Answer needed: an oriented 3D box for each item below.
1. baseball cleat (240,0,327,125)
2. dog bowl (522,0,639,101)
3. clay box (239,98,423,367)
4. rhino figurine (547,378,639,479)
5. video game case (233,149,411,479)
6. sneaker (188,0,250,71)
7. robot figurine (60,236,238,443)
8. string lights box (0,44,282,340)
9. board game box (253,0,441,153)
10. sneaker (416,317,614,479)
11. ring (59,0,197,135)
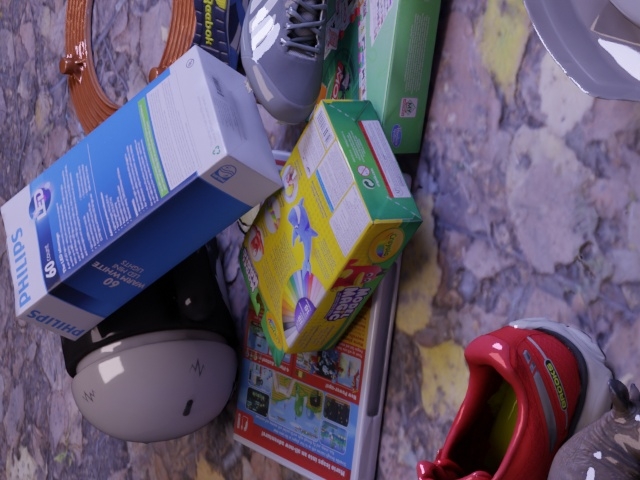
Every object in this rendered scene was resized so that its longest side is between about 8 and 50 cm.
[{"bbox_3d":[-0.020,-0.201,1.118,0.109,0.072,0.206,-38,51,50],"label":"baseball cleat"},{"bbox_3d":[0.264,-0.235,0.806,0.349,0.102,0.348,-4,85,55],"label":"dog bowl"},{"bbox_3d":[0.000,0.000,1.152,0.222,0.053,0.127,-58,44,47],"label":"clay box"},{"bbox_3d":[0.190,0.182,0.893,0.106,0.073,0.243,30,98,36],"label":"rhino figurine"},{"bbox_3d":[-0.004,0.069,1.236,0.204,0.025,0.285,15,100,54],"label":"video game case"},{"bbox_3d":[-0.096,-0.213,1.368,0.053,0.059,0.144,26,130,20],"label":"sneaker"},{"bbox_3d":[-0.175,0.062,1.359,0.209,0.174,0.278,63,-168,-67],"label":"robot figurine"},{"bbox_3d":[-0.167,-0.039,1.209,0.260,0.077,0.133,-35,51,23],"label":"string lights box"},{"bbox_3d":[0.028,-0.252,1.172,0.213,0.046,0.317,28,115,52],"label":"board game box"},{"bbox_3d":[0.116,0.188,0.974,0.107,0.118,0.279,22,106,54],"label":"sneaker"},{"bbox_3d":[-0.230,-0.265,1.576,0.336,0.032,0.336,-3,86,55],"label":"ring"}]
